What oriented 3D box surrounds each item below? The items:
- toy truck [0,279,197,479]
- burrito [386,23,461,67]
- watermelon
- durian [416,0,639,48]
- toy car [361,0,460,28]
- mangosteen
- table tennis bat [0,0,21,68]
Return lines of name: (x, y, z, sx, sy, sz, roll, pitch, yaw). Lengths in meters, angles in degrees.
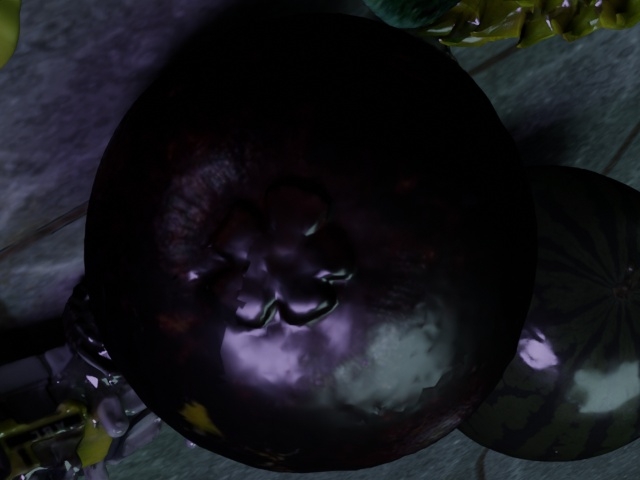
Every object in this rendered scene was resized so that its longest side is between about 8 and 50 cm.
toy truck: (-0.153, 0.102, 0.913, 0.286, 0.111, 0.136, -20, 151, -34)
burrito: (0.076, -0.068, 0.940, 0.058, 0.063, 0.229, -58, 159, -15)
watermelon: (0.158, 0.051, 1.085, 0.212, 0.212, 0.212, -27, 156, -14)
durian: (0.194, -0.193, 0.748, 0.352, 0.158, 0.169, -32, 168, -12)
toy car: (0.100, -0.222, 0.600, 0.306, 0.125, 0.136, -46, 157, 2)
mangosteen: (0.000, 0.000, 0.800, 0.228, 0.228, 0.265, -38, 178, 10)
table tennis bat: (-0.204, -0.128, 0.484, 0.224, 0.054, 0.369, -29, 156, 9)
